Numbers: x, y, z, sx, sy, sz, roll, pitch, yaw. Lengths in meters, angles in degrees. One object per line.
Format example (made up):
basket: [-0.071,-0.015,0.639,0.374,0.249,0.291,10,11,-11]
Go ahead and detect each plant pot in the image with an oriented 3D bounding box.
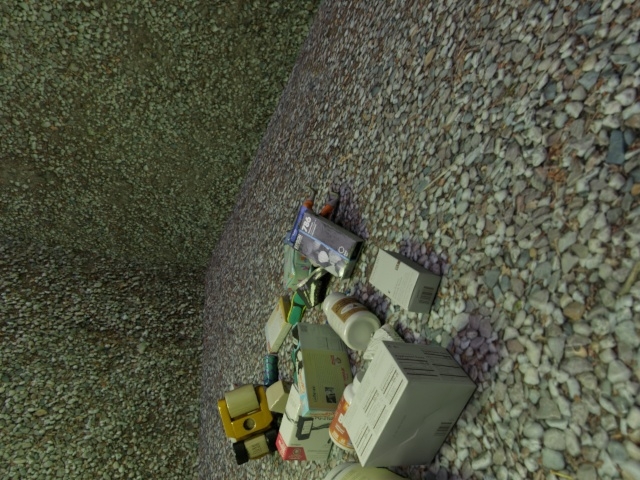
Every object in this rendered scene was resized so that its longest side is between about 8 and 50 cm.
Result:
plant pot: [-0.158,0.659,1.890,0.096,0.109,0.109,-55,30,18]

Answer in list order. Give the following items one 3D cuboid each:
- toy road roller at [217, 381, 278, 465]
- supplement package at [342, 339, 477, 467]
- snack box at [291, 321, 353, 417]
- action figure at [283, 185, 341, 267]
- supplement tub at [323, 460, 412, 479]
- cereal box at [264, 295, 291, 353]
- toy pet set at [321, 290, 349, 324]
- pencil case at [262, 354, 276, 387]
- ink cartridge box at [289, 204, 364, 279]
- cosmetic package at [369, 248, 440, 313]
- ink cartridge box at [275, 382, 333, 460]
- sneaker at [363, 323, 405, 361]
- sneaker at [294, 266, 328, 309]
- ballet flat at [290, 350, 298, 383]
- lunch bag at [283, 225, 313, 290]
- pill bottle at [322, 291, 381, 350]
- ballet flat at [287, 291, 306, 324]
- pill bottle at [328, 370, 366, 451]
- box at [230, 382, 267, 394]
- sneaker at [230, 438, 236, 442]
toy road roller: [-0.316,0.803,1.974,0.240,0.202,0.330,143,109,-77]
supplement package: [0.209,0.398,1.081,0.262,0.204,0.145,-68,27,20]
snack box: [0.011,0.437,1.517,0.060,0.187,0.322,-57,31,39]
action figure: [0.023,-0.042,1.833,0.341,0.178,0.330,17,101,38]
supplement tub: [0.146,0.672,1.051,0.325,0.235,0.236,-21,60,62]
cereal box: [-0.207,0.416,2.174,0.240,0.047,0.173,-62,28,32]
toy pet set: [0.066,0.260,1.667,0.114,0.065,0.122,-51,12,-33]
pencil case: [-0.244,0.629,2.132,0.070,0.064,0.152,-25,54,37]
ink cartridge box: [0.000,0.000,1.705,0.332,0.065,0.165,31,111,32]
cosmetic package: [0.240,0.115,1.299,0.231,0.085,0.117,34,109,63]
ink cartridge box: [-0.036,0.630,1.543,0.100,0.172,0.237,31,106,64]
sneaker: [0.200,0.300,1.294,0.232,0.090,0.115,-22,55,60]
sneaker: [0.001,0.185,1.819,0.222,0.083,0.118,-41,73,30]
ballet flat: [-0.085,0.547,1.845,0.070,0.070,0.188,-59,28,35]
lunch bag: [-0.101,0.082,2.018,0.224,0.107,0.279,121,154,-58]
pill bottle: [0.095,0.259,1.487,0.229,0.131,0.131,36,111,64]
ballet flat: [-0.093,0.272,1.972,0.077,0.077,0.231,-87,18,-62]
pill bottle: [0.113,0.511,1.338,0.121,0.121,0.216,50,124,61]
box: [-0.324,0.733,2.108,0.145,0.186,0.038,32,108,64]
sneaker: [-0.388,0.965,2.249,0.282,0.102,0.161,-67,29,22]
